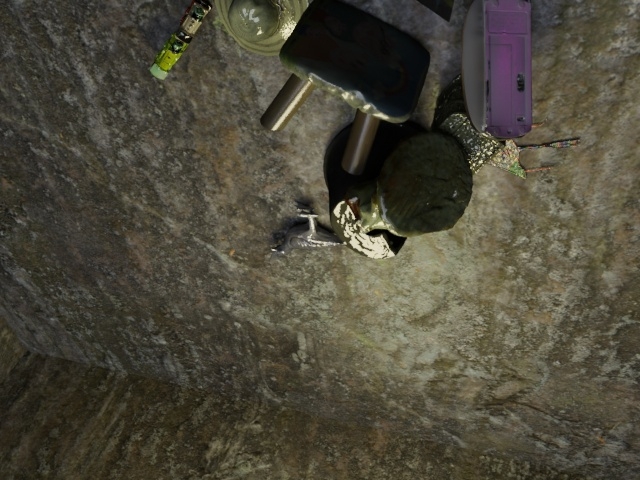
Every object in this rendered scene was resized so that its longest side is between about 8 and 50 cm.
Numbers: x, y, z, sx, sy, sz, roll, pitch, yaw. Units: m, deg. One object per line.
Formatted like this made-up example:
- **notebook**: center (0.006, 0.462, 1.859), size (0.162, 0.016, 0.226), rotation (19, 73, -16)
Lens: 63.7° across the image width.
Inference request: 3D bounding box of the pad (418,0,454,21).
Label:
- **pad**: center (0.245, -0.569, 1.035), size (0.003, 0.143, 0.211), rotation (-14, 136, -18)

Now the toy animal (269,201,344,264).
- **toy animal**: center (-0.026, -0.026, 1.674), size (0.366, 0.081, 0.206), rotation (-8, 124, 17)

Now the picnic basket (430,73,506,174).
- **picnic basket**: center (0.340, -0.278, 1.216), size (0.154, 0.196, 0.134), rotation (31, 137, -11)

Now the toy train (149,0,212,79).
- **toy train**: center (-0.362, -0.521, 1.333), size (0.053, 0.085, 0.249), rotation (28, 137, -30)

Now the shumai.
- **shumai**: center (0.197, -0.121, 1.174), size (0.203, 0.271, 0.222), rotation (-173, 66, -72)

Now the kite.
- **kite**: center (0.524, -0.237, 1.315), size (0.244, 0.006, 0.198), rotation (-7, 128, 27)

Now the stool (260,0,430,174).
- **stool**: center (0.059, -0.352, 1.183), size (0.310, 0.310, 0.226), rotation (26, 142, -2)

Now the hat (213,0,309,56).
- **hat**: center (-0.159, -0.537, 1.222), size (0.252, 0.110, 0.252), rotation (10, 135, 11)

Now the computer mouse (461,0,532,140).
- **computer mouse**: center (0.381, -0.368, 1.096), size (0.158, 0.072, 0.311), rotation (-5, 96, -17)

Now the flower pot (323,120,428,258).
- **flower pot**: center (0.150, -0.116, 1.405), size (0.379, 0.251, 0.379), rotation (12, 136, 12)
